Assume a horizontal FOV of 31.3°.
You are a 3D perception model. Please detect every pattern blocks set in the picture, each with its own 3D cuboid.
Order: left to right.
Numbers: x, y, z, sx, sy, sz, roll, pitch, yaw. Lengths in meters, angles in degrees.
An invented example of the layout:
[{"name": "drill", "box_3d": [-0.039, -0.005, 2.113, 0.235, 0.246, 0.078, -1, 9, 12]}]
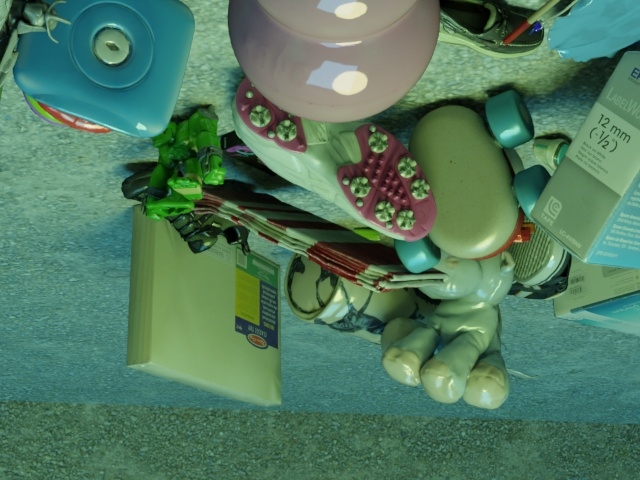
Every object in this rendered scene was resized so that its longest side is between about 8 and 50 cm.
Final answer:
[{"name": "pattern blocks set", "box_3d": [0.194, -0.011, 1.792, 0.285, 0.026, 0.325, -1, -176, 8]}]

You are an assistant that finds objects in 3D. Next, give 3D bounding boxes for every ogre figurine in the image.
[{"name": "ogre figurine", "box_3d": [-0.184, -0.105, 1.543, 0.096, 0.118, 0.197, 7, 158, -12]}]

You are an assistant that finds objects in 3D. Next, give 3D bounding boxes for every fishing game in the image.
[{"name": "fishing game", "box_3d": [0.338, -0.256, 1.259, 0.264, 0.041, 0.189, -2, 159, -31]}]

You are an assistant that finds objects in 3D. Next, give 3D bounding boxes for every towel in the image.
[{"name": "towel", "box_3d": [0.000, 0.000, 1.632, 0.329, 0.037, 0.237, 24, -170, 24]}]

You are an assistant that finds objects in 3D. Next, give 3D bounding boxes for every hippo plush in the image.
[{"name": "hippo plush", "box_3d": [0.250, 0.121, 1.855, 0.294, 0.237, 0.234, 4, -160, -21]}]

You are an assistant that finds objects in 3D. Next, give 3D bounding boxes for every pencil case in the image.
[{"name": "pencil case", "box_3d": [0.131, 0.103, 2.047, 0.410, 0.183, 0.160, 19, 134, -33]}]

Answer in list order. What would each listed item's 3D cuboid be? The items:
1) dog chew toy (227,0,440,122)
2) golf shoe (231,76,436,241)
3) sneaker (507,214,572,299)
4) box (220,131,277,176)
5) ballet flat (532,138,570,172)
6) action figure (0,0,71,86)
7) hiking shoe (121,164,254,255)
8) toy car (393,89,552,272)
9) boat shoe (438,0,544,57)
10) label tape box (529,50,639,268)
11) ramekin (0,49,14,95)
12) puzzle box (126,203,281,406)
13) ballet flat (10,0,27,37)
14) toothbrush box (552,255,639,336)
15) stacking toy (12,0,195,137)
[{"name": "dog chew toy", "box_3d": [0.014, -0.253, 1.030, 0.206, 0.207, 0.332, -1, 153, -1]}, {"name": "golf shoe", "box_3d": [0.014, -0.104, 1.474, 0.306, 0.115, 0.140, 38, 162, -9]}, {"name": "sneaker", "box_3d": [0.380, 0.030, 1.961, 0.127, 0.126, 0.321, 8, 170, -12]}, {"name": "box", "box_3d": [-0.044, -0.138, 1.595, 0.162, 0.029, 0.116, -17, 155, 34]}, {"name": "ballet flat", "box_3d": [0.363, -0.114, 1.677, 0.052, 0.057, 0.168, 19, 173, 39]}, {"name": "action figure", "box_3d": [-0.370, -0.246, 1.064, 0.285, 0.185, 0.099, 17, 169, -25]}, {"name": "hiking shoe", "box_3d": [-0.194, -0.042, 1.727, 0.227, 0.114, 0.086, 11, 157, -32]}, {"name": "toy car", "box_3d": [0.226, -0.071, 1.581, 0.219, 0.210, 0.238, -24, 165, 24]}, {"name": "boat shoe", "box_3d": [0.184, -0.241, 1.273, 0.152, 0.056, 0.049, 4, 165, -15]}, {"name": "label tape box", "box_3d": [0.443, -0.132, 1.393, 0.249, 0.115, 0.348, 7, 117, -43]}, {"name": "ramekin", "box_3d": [-0.503, -0.174, 1.276, 0.303, 0.148, 0.303, -1, 161, 0]}, {"name": "puzzle box", "box_3d": [-0.188, 0.123, 1.964, 0.052, 0.272, 0.409, -11, 158, 26]}, {"name": "ballet flat", "box_3d": [-0.380, -0.268, 1.157, 0.074, 0.074, 0.203, -16, 150, 36]}, {"name": "toothbrush box", "box_3d": [0.605, 0.085, 2.131, 0.295, 0.126, 0.216, 13, 156, -39]}, {"name": "stacking toy", "box_3d": [-0.282, -0.190, 1.297, 0.175, 0.166, 0.302, 20, 168, -26]}]
